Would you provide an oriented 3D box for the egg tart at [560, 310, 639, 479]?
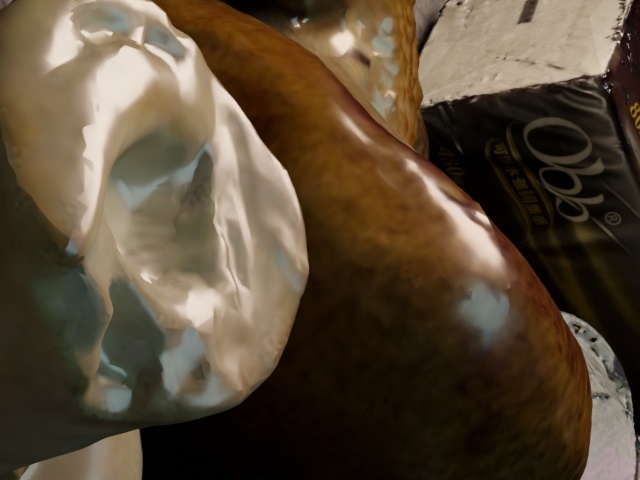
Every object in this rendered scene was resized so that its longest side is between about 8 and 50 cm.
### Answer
[{"bbox_3d":[0.168,0.168,1.128,0.234,0.094,0.234,-8,102,-40],"label":"egg tart"}]

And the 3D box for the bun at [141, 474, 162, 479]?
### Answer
[{"bbox_3d":[-0.089,0.170,0.731,0.115,0.069,0.115,29,56,-55],"label":"bun"}]

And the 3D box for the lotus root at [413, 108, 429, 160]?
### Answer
[{"bbox_3d":[-0.005,-0.083,0.912,0.138,0.138,0.214,36,36,-54],"label":"lotus root"}]

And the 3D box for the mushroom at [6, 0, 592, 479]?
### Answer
[{"bbox_3d":[0.000,0.000,0.704,0.259,0.345,0.345,-46,132,-12],"label":"mushroom"}]

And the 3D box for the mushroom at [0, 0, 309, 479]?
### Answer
[{"bbox_3d":[-0.134,0.044,0.448,0.292,0.290,0.293,28,56,-52],"label":"mushroom"}]

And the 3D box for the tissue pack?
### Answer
[{"bbox_3d":[0.218,-0.035,1.234,0.370,0.198,0.210,63,38,-31],"label":"tissue pack"}]
